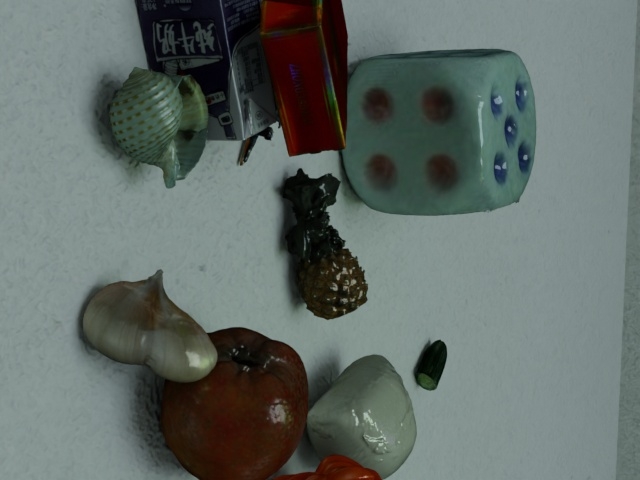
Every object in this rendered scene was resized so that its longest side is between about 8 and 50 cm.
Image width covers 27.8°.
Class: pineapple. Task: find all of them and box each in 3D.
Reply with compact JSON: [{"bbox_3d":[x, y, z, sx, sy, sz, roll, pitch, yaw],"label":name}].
[{"bbox_3d":[0.000,0.000,2.041,0.119,0.111,0.237,-94,169,-70],"label":"pineapple"}]

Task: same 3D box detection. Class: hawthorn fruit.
[{"bbox_3d":[-0.120,0.253,1.764,0.210,0.210,0.262,-40,145,-52],"label":"hawthorn fruit"}]

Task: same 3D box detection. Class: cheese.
[{"bbox_3d":[0.068,0.305,2.123,0.198,0.154,0.189,-42,108,-47],"label":"cheese"}]

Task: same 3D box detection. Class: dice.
[{"bbox_3d":[0.204,-0.190,2.211,0.264,0.268,0.263,-21,109,-57],"label":"dice"}]

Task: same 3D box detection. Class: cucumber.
[{"bbox_3d":[0.217,0.237,2.493,0.105,0.048,0.048,-64,143,-38],"label":"cucumber"}]

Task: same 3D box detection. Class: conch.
[{"bbox_3d":[-0.208,-0.156,1.652,0.135,0.102,0.153,-40,147,-31],"label":"conch"}]

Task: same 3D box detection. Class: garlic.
[{"bbox_3d":[-0.210,0.116,1.639,0.124,0.174,0.099,-62,176,-51],"label":"garlic"}]

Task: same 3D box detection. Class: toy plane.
[{"bbox_3d":[-0.072,-0.193,1.928,0.135,0.062,0.188,46,53,-53],"label":"toy plane"}]

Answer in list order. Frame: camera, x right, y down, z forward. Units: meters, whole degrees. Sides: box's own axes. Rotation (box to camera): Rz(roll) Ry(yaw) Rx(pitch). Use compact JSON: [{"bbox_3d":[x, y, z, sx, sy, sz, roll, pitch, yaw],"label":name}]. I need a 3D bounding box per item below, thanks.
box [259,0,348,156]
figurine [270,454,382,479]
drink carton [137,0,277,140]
[{"bbox_3d":[-0.019,-0.286,1.804,0.313,0.089,0.197,-88,169,-52],"label":"box"},{"bbox_3d":[0.061,0.527,2.028,0.306,0.241,0.412,62,-3,41],"label":"figurine"},{"bbox_3d":[-0.149,-0.247,1.718,0.102,0.134,0.222,-41,128,-55],"label":"drink carton"}]
